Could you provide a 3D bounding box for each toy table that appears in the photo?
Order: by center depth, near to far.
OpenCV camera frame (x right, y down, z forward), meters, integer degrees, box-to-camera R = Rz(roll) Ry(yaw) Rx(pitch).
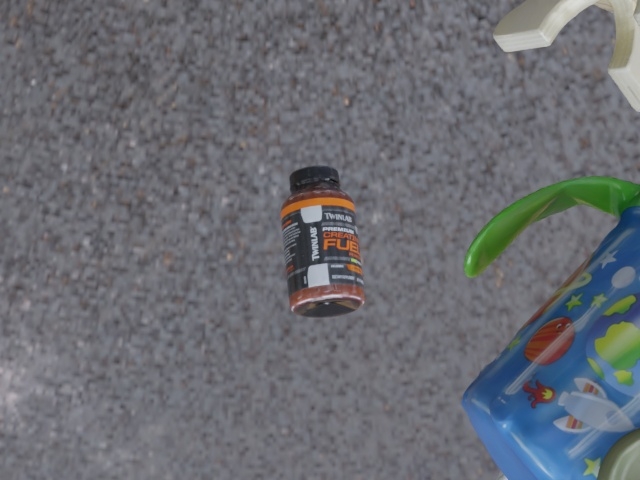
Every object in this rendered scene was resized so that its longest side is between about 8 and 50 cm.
[{"bbox_3d":[0.309,-0.269,1.444,0.274,0.161,0.252,39,155,-21],"label":"toy table"}]

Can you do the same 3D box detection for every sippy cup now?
[{"bbox_3d":[0.236,0.111,1.026,0.224,0.305,0.240,-38,121,-7],"label":"sippy cup"}]

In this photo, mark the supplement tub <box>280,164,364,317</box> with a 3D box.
[{"bbox_3d":[0.000,0.000,1.927,0.106,0.198,0.106,-6,162,-2],"label":"supplement tub"}]

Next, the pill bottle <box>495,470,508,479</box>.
[{"bbox_3d":[0.280,0.259,1.345,0.204,0.361,0.204,1,93,25],"label":"pill bottle"}]

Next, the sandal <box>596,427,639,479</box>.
[{"bbox_3d":[0.321,0.169,0.855,0.303,0.120,0.086,3,155,10],"label":"sandal"}]
